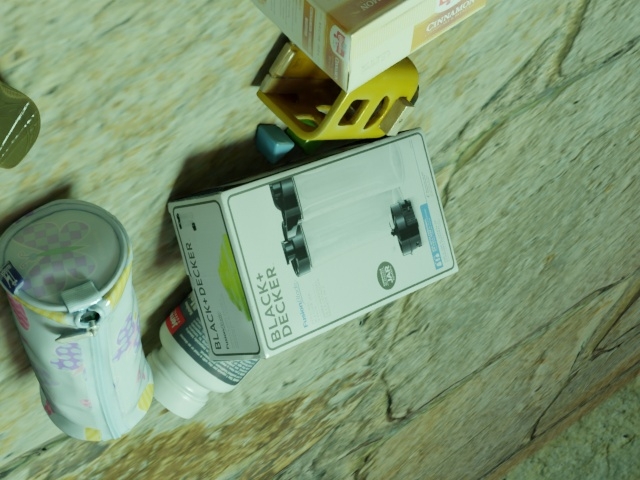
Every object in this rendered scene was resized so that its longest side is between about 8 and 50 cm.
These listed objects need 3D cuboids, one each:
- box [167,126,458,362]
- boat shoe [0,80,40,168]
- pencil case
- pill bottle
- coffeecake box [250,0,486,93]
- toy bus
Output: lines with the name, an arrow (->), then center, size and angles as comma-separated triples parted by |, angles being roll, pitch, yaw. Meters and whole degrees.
box -> 0.000, 0.000, 1.353 | 0.290, 0.169, 0.087 | -20, -171, -41
boat shoe -> -0.251, -0.098, 0.974 | 0.056, 0.048, 0.153 | -55, 163, -5
pencil case -> -0.215, 0.080, 1.213 | 0.113, 0.124, 0.273 | -34, 155, -22
pill bottle -> -0.109, 0.100, 1.431 | 0.180, 0.108, 0.108 | -47, 156, 7
coffeecake box -> 0.016, -0.220, 1.007 | 0.142, 0.185, 0.068 | -34, 154, -21
toy bus -> 0.040, -0.146, 1.267 | 0.202, 0.104, 0.191 | -37, 156, -14
